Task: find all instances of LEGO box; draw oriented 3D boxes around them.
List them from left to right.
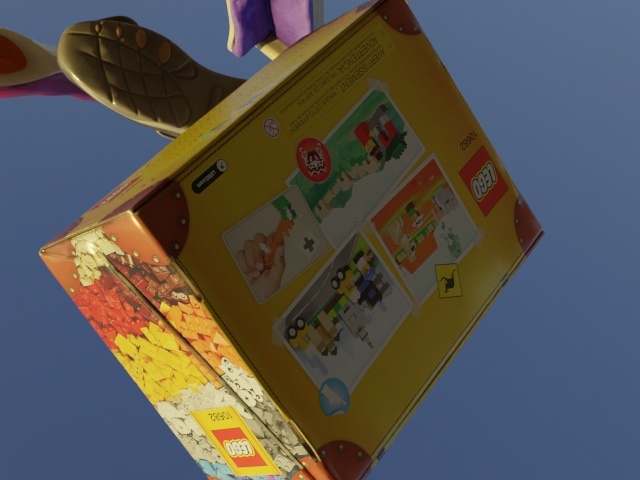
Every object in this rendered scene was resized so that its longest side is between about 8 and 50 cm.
[{"bbox_3d":[0.000,0.000,1.209,0.500,0.193,0.372,-46,-71,-39],"label":"LEGO box"}]

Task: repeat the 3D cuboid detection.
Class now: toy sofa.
[{"bbox_3d":[-0.083,-0.486,2.082,0.150,0.362,0.177,40,-113,21],"label":"toy sofa"}]

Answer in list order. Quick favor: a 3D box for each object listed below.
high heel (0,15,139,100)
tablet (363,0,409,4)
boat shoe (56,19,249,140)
[{"bbox_3d":[-0.458,-0.247,1.674,0.377,0.181,0.127,-18,-115,-38],"label":"high heel"},{"bbox_3d":[0.081,-0.327,1.500,0.083,0.006,0.054,-38,-128,-3],"label":"tablet"},{"bbox_3d":[-0.212,-0.195,1.503,0.355,0.130,0.132,23,-110,-19],"label":"boat shoe"}]
